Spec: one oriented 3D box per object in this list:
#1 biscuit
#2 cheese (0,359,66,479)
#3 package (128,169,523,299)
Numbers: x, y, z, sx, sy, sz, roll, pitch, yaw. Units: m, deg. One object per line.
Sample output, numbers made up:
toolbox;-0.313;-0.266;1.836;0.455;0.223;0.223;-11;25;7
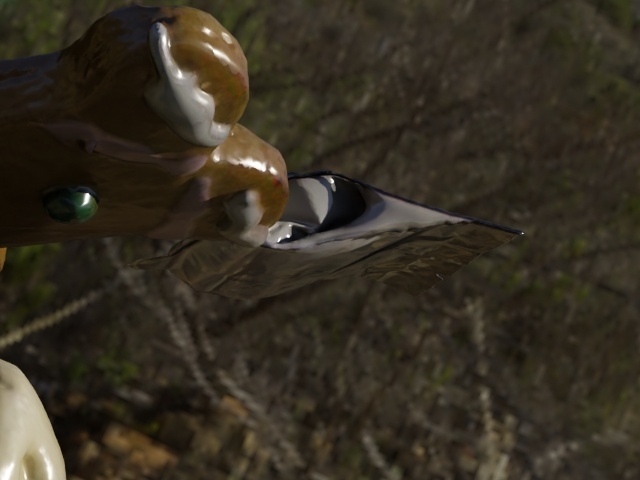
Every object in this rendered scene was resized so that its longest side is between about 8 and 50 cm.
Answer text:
biscuit;-0.236;-0.024;1.030;0.432;0.064;0.283;-7;-23;8
cheese;-0.283;0.168;1.177;0.235;0.218;0.117;26;-37;59
package;0.000;0.000;1.348;0.250;0.062;0.204;3;-13;-22
